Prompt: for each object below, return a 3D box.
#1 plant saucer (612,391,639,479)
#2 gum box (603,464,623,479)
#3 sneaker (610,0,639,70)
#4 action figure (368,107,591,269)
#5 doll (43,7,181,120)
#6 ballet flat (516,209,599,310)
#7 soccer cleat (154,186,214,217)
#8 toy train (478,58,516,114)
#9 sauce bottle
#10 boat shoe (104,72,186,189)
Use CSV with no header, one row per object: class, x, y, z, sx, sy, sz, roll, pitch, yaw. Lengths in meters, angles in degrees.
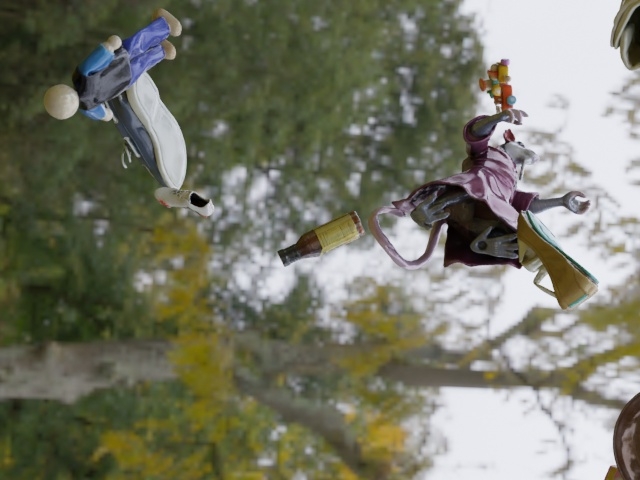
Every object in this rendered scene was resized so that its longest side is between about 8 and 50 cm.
plant saucer,0.519,0.295,1.970,0.036,0.199,0.198,-11,109,-64
gum box,0.550,0.507,2.498,0.107,0.062,0.188,19,-94,50
sneaker,0.448,-0.290,1.922,0.169,0.108,0.292,-58,164,-22
action figure,0.283,-0.072,2.360,0.276,0.248,0.370,-26,-163,27
doll,-0.232,-0.184,1.527,0.189,0.046,0.129,-42,161,-41
ballet flat,0.336,0.029,2.076,0.073,0.080,0.232,-47,-151,9
soccer cleat,-0.179,-0.055,1.811,0.035,0.083,0.029,96,16,-62
toy train,0.350,-0.294,2.750,0.166,0.046,0.125,138,-49,-83
sauce bottle,0.000,0.000,1.993,0.042,0.128,0.042,156,-90,-89
boat shoe,-0.287,-0.173,2.221,0.254,0.079,0.095,65,31,-52
